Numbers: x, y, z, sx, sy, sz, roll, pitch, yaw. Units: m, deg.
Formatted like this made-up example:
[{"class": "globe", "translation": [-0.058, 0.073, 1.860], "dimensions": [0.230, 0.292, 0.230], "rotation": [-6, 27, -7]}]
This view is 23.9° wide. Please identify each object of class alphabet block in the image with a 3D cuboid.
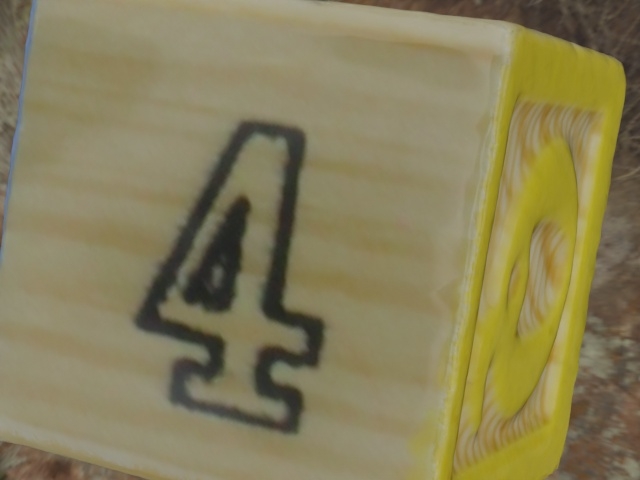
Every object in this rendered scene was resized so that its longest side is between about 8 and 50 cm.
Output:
[{"class": "alphabet block", "translation": [0.000, 0.000, 0.633], "dimensions": [0.197, 0.192, 0.193], "rotation": [11, 98, 22]}]
